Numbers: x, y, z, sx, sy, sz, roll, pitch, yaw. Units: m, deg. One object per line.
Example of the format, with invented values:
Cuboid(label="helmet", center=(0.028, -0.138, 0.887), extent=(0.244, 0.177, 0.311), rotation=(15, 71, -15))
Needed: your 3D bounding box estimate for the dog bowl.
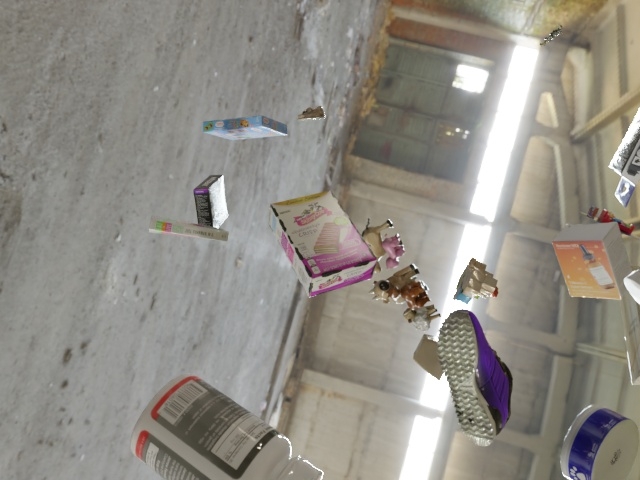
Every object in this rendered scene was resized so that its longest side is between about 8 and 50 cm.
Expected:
Cuboid(label="dog bowl", center=(0.884, 0.663, 1.753), extent=(0.104, 0.265, 0.264), rotation=(19, -86, 56))

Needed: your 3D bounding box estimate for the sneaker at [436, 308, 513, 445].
Cuboid(label="sneaker", center=(0.349, 0.279, 1.210), extent=(0.146, 0.102, 0.293), rotation=(-17, 97, -38))

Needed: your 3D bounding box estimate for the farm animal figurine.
Cuboid(label="farm animal figurine", center=(0.241, 0.128, 1.861), extent=(0.327, 0.172, 0.330), rotation=(48, 17, -52))

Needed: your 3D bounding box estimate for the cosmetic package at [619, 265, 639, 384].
Cuboid(label="cosmetic package", center=(0.942, 0.243, 1.577), extent=(0.160, 0.113, 0.309), rotation=(67, 28, -57))

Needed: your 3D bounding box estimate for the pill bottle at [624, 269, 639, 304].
Cuboid(label="pill bottle", center=(0.491, 0.032, 0.736), extent=(0.152, 0.086, 0.086), rotation=(-37, 177, 4))

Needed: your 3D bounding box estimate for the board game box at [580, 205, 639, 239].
Cuboid(label="board game box", center=(0.755, -0.050, 1.422), extent=(0.133, 0.169, 0.033), rotation=(46, -61, 53))

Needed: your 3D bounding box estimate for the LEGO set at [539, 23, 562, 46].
Cuboid(label="LEGO set", center=(0.578, -0.506, 1.376), extent=(0.054, 0.023, 0.083), rotation=(-32, 170, 10))

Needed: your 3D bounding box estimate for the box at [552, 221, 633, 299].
Cuboid(label="box", center=(0.677, 0.050, 1.379), extent=(0.091, 0.130, 0.170), rotation=(-38, 110, -31))

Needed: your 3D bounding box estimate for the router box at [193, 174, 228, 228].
Cuboid(label="router box", center=(-0.313, -0.106, 1.600), extent=(0.179, 0.046, 0.133), rotation=(-78, 165, -71))

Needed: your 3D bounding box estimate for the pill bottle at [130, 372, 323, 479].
Cuboid(label="pill bottle", center=(-0.150, 0.355, 0.900), extent=(0.161, 0.283, 0.161), rotation=(-51, 159, -28))

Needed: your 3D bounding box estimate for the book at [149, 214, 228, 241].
Cuboid(label="book", center=(-0.257, -0.019, 1.078), extent=(0.096, 0.144, 0.035), rotation=(-169, -92, -72))

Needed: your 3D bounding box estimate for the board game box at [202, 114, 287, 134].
Cuboid(label="board game box", center=(-0.233, -0.350, 1.736), extent=(0.160, 0.212, 0.039), rotation=(0, 91, -65))

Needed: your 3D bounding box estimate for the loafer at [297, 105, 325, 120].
Cuboid(label="loafer", center=(-0.029, -0.364, 1.587), extent=(0.125, 0.045, 0.039), rotation=(-24, 106, -57))

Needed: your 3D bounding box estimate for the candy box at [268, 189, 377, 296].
Cuboid(label="candy box", center=(0.000, 0.000, 1.241), extent=(0.233, 0.159, 0.071), rotation=(58, -28, 35))

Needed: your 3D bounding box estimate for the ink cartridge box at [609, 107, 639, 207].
Cuboid(label="ink cartridge box", center=(0.653, -0.183, 1.156), extent=(0.206, 0.045, 0.208), rotation=(-28, 138, -65))

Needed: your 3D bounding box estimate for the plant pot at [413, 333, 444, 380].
Cuboid(label="plant pot", center=(0.336, 0.339, 1.661), extent=(0.108, 0.096, 0.109), rotation=(-64, 172, 6))

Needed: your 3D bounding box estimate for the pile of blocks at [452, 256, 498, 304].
Cuboid(label="pile of blocks", center=(0.522, 0.162, 1.844), extent=(0.148, 0.113, 0.362), rotation=(-65, 170, 12))
